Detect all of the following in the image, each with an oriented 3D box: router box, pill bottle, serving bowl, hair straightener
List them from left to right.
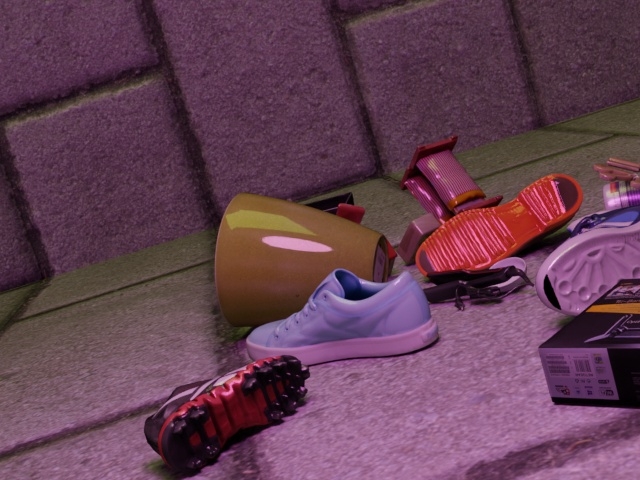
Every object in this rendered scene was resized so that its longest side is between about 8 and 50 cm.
[{"bbox_3d":[0.275,0.093,1.705,0.230,0.047,0.089,-5,49,42],"label":"hair straightener"},{"bbox_3d":[0.339,0.068,1.734,0.083,0.027,0.083,-28,26,15],"label":"serving bowl"},{"bbox_3d":[0.647,-0.075,1.820,0.193,0.108,0.108,-12,11,23],"label":"pill bottle"},{"bbox_3d":[0.461,0.117,1.159,0.309,0.081,0.243,-6,15,45],"label":"router box"}]

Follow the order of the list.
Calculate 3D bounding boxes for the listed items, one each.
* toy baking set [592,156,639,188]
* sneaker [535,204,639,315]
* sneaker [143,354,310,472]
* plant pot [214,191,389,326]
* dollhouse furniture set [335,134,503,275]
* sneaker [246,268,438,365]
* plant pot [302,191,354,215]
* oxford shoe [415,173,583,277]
[{"bbox_3d":[0.598,-0.093,1.683,0.196,0.030,0.256,-11,29,-41],"label":"toy baking set"},{"bbox_3d":[0.442,0.034,1.562,0.322,0.130,0.236,-23,4,-19],"label":"sneaker"},{"bbox_3d":[-0.142,0.239,1.402,0.276,0.098,0.135,-26,16,-37],"label":"sneaker"},{"bbox_3d":[-0.022,0.046,1.895,0.293,0.275,0.275,3,16,18],"label":"plant pot"},{"bbox_3d":[0.190,-0.070,2.115,0.374,0.201,0.152,-21,-27,-28],"label":"dollhouse furniture set"},{"bbox_3d":[0.021,0.121,1.637,0.366,0.150,0.135,-11,11,27],"label":"sneaker"},{"bbox_3d":[0.000,0.000,2.272,0.187,0.167,0.188,-14,11,10],"label":"plant pot"},{"bbox_3d":[0.368,-0.004,1.960,0.363,0.130,0.133,-23,-22,-1],"label":"oxford shoe"}]
